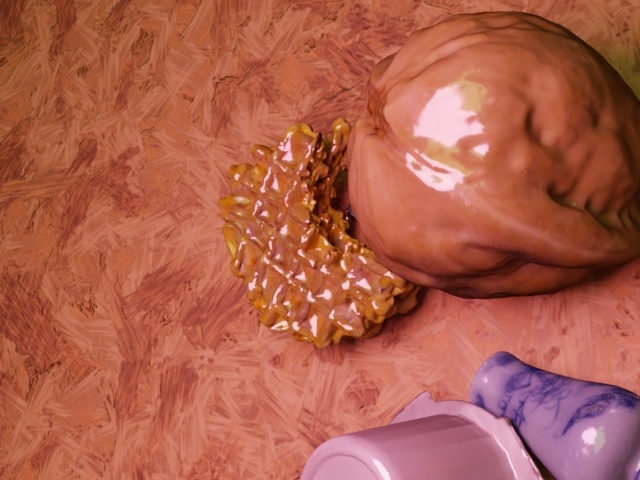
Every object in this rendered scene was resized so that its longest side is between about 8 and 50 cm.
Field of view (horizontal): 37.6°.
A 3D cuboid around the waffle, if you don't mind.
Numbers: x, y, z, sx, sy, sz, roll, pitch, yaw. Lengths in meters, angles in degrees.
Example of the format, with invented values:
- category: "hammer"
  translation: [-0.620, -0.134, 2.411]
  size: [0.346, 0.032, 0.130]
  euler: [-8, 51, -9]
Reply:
- category: "waffle"
  translation: [0.000, 0.000, 1.357]
  size: [0.261, 0.151, 0.324]
  euler: [-42, 67, 22]

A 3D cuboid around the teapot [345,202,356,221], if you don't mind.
- category: "teapot"
  translation: [0.082, -0.079, 1.439]
  size: [0.042, 0.043, 0.111]
  euler: [28, 85, 37]

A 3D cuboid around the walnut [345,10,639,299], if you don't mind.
- category: "walnut"
  translation: [0.215, -0.092, 1.159]
  size: [0.383, 0.383, 0.384]
  euler: [-12, 65, 28]

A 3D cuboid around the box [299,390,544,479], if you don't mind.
- category: "box"
  translation: [0.093, 0.338, 1.124]
  size: [0.262, 0.206, 0.291]
  euler: [12, 95, 49]

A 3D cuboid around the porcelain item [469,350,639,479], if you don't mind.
- category: "porcelain item"
  translation: [0.301, 0.225, 1.128]
  size: [0.259, 0.141, 0.141]
  euler: [25, 86, 45]
